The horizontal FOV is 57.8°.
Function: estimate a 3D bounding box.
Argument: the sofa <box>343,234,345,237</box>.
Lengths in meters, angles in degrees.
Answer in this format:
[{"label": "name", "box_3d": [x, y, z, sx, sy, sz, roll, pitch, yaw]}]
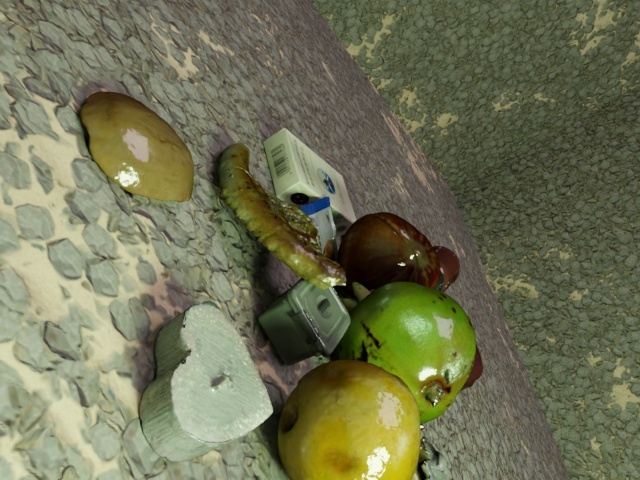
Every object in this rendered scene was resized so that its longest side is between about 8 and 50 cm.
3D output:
[{"label": "sofa", "box_3d": [0.098, 0.038, 1.462, 0.085, 0.060, 0.147, 63, 12, -51]}]

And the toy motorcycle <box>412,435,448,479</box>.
[{"label": "toy motorcycle", "box_3d": [0.169, 0.419, 1.071, 0.129, 0.094, 0.229, 10, 44, -59]}]

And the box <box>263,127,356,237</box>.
[{"label": "box", "box_3d": [-0.020, -0.130, 1.365, 0.256, 0.069, 0.164, 33, 35, -51]}]

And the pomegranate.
[{"label": "pomegranate", "box_3d": [0.139, 0.191, 1.099, 0.260, 0.260, 0.340, 43, -5, -39]}]

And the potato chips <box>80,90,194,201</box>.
[{"label": "potato chips", "box_3d": [-0.251, -0.142, 0.856, 0.208, 0.061, 0.195, 47, 23, -28]}]

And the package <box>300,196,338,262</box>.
[{"label": "package", "box_3d": [0.000, 0.000, 1.236, 0.171, 0.027, 0.173, -29, 114, -65]}]

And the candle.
[{"label": "candle", "box_3d": [-0.131, 0.180, 0.706, 0.168, 0.068, 0.192, 44, 28, -30]}]

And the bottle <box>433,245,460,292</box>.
[{"label": "bottle", "box_3d": [0.340, 0.107, 1.812, 0.144, 0.143, 0.336, 63, 23, 4]}]

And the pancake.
[{"label": "pancake", "box_3d": [-0.071, -0.051, 1.027, 0.377, 0.054, 0.197, 51, 22, 23]}]

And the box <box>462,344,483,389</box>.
[{"label": "box", "box_3d": [0.350, 0.290, 1.620, 0.404, 0.108, 0.263, 14, 55, -63]}]

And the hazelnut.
[{"label": "hazelnut", "box_3d": [0.158, 0.046, 1.284, 0.229, 0.229, 0.230, 48, 24, -30]}]

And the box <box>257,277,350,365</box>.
[{"label": "box", "box_3d": [-0.028, 0.130, 0.975, 0.124, 0.092, 0.172, 59, 20, -2]}]

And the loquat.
[{"label": "loquat", "box_3d": [0.043, 0.276, 0.810, 0.213, 0.213, 0.213, 48, 24, -30]}]
